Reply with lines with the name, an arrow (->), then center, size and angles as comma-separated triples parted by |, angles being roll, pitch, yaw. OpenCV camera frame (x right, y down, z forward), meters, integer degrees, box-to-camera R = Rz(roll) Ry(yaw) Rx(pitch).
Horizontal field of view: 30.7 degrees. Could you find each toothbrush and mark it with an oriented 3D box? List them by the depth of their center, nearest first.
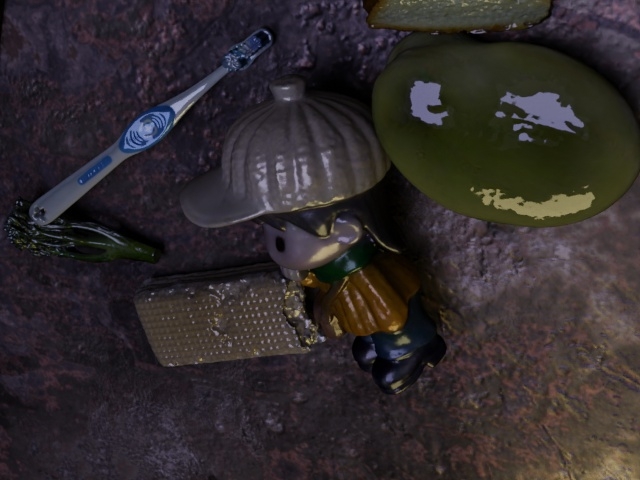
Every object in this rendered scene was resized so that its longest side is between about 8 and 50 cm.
toothbrush -> -0.196, -0.121, 1.300 | 0.386, 0.040, 0.040 | -33, 98, 29

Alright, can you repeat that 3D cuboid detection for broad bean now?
broad bean -> 0.172, -0.100, 1.104 | 0.263, 0.121, 0.189 | 22, 122, 12

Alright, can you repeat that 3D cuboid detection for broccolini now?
broccolini -> -0.288, -0.006, 1.426 | 0.203, 0.068, 0.091 | 11, 125, 5

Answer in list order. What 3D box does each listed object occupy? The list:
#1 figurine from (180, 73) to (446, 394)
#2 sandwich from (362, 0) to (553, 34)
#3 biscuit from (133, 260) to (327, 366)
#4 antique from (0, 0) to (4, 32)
figurine -> 0.026, -0.014, 1.206 | 0.204, 0.185, 0.332 | -48, 114, -3
sandwich -> 0.120, -0.263, 0.993 | 0.186, 0.065, 0.214 | -1, 154, 7
biscuit -> -0.108, 0.085, 1.370 | 0.239, 0.062, 0.108 | -9, 111, 29
antique -> -0.392, -0.236, 1.369 | 0.031, 0.015, 0.192 | 24, 123, 13
